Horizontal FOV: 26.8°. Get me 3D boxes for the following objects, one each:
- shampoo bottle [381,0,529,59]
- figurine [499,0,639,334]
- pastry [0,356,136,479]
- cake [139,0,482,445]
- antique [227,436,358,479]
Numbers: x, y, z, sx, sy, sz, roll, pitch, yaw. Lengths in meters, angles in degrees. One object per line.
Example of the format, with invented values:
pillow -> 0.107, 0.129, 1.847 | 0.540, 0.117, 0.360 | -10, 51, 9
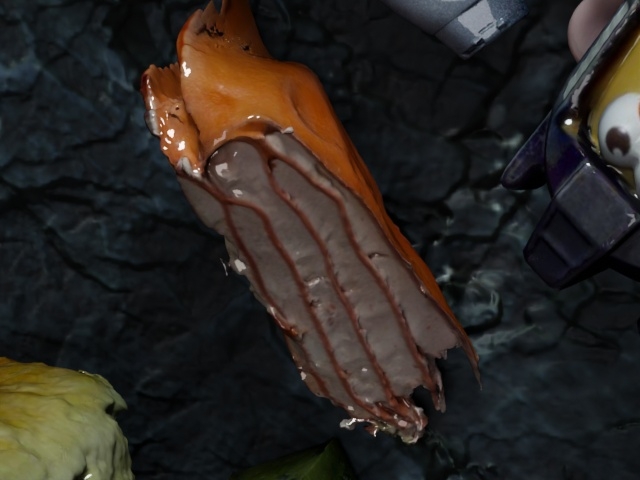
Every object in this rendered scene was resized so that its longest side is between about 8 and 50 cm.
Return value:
shampoo bottle -> 0.024, -0.201, 0.700 | 0.087, 0.049, 0.234 | -36, 93, 23
figurine -> 0.216, -0.082, 0.620 | 0.308, 0.143, 0.308 | -23, 58, 43
pastry -> -0.270, 0.153, 0.773 | 0.329, 0.329, 0.136 | -2, 98, 19
cake -> -0.006, 0.004, 0.748 | 0.098, 0.135, 0.287 | -29, 105, 10
antique -> 0.012, 0.241, 0.825 | 0.080, 0.081, 0.221 | -22, 98, 24
